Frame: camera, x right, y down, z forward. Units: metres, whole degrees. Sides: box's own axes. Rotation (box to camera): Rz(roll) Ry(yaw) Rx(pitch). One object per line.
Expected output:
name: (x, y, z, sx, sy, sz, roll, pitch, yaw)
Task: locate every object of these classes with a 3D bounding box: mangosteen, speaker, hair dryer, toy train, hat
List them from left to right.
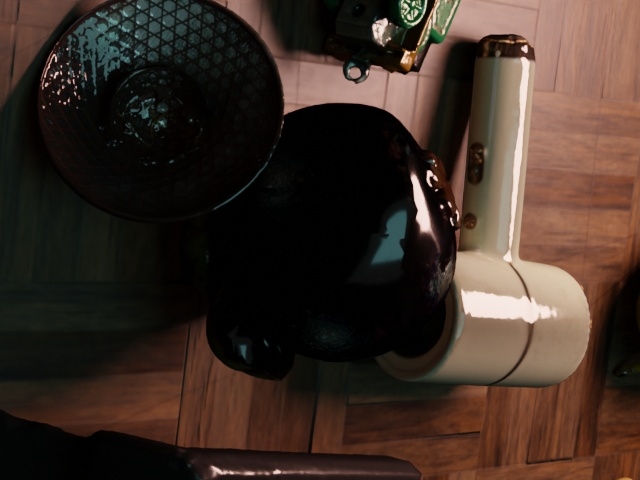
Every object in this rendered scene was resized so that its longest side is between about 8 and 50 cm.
hat: (-0.127, -0.095, 1.244, 0.193, 0.082, 0.193, 2, 73, -5)
speaker: (-0.098, 0.244, 1.329, 0.388, 0.184, 0.180, 16, 90, -54)
mangosteen: (0.000, 0.000, 1.282, 0.243, 0.243, 0.243, -11, 106, -40)
toy train: (0.084, -0.235, 1.406, 0.136, 0.091, 0.227, 30, 79, -52)
hair dryer: (0.164, -0.041, 1.513, 0.203, 0.128, 0.362, 7, 87, -42)

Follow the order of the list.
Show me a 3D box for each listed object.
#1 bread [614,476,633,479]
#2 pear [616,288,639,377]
bread: (0.363, 0.357, 1.795, 0.119, 0.084, 0.177, -40, 119, -30)
pear: (0.426, 0.094, 1.753, 0.216, 0.166, 0.180, -46, 146, 13)
